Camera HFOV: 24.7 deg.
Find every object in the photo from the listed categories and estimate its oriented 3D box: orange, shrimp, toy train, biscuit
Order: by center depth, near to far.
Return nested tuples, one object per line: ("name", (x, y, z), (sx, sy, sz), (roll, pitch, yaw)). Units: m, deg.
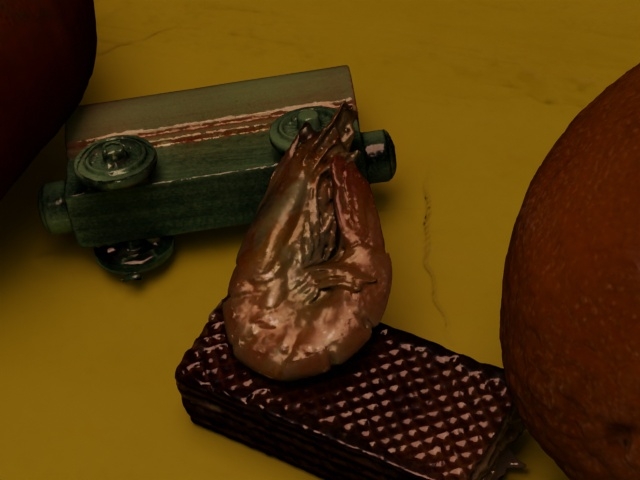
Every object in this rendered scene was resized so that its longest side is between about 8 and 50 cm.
("orange", (0.288, 0.023, 0.916), (0.322, 0.322, 0.357), (32, 58, 30))
("biscuit", (0.025, 0.116, 1.031), (0.252, 0.070, 0.106), (21, 57, 23))
("shrimp", (0.001, 0.001, 1.038), (0.115, 0.051, 0.217), (10, 66, 10))
("toy train", (-0.085, -0.070, 1.186), (0.285, 0.116, 0.177), (-9, 37, 1))

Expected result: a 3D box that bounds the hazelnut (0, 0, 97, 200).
("hazelnut", (-0.371, -0.169, 1.152), (0.359, 0.359, 0.409), (-4, 30, 5))
